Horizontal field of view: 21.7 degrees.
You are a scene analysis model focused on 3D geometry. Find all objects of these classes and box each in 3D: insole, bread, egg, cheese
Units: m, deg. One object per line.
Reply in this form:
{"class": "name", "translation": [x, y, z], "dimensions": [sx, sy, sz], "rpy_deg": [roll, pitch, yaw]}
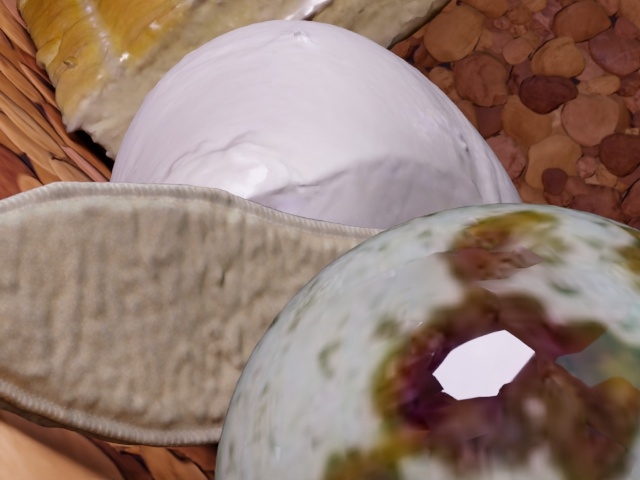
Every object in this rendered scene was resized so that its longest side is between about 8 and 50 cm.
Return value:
{"class": "insole", "translation": [-0.014, 0.024, 0.538], "dimensions": [0.248, 0.081, 0.011], "rpy_deg": [2, -4, -44]}
{"class": "bread", "translation": [-0.054, -0.157, 0.952], "dimensions": [0.111, 0.239, 0.246], "rpy_deg": [48, 6, -31]}
{"class": "egg", "translation": [0.058, 0.079, 0.486], "dimensions": [0.169, 0.169, 0.231], "rpy_deg": [48, -1, 22]}
{"class": "cheese", "translation": [0.000, 0.000, 0.674], "dimensions": [0.198, 0.154, 0.189], "rpy_deg": [42, 3, -35]}
